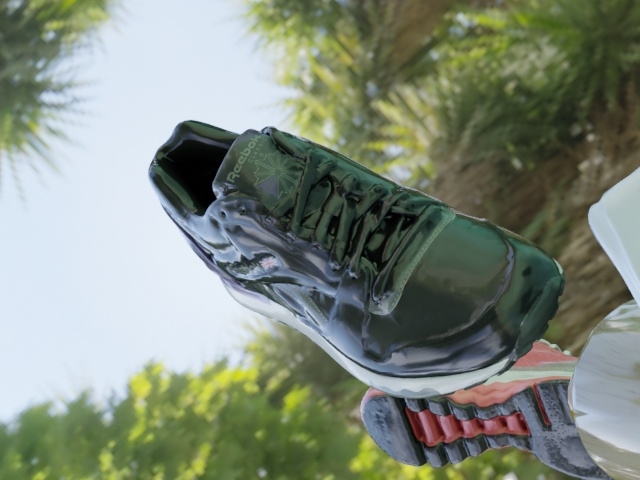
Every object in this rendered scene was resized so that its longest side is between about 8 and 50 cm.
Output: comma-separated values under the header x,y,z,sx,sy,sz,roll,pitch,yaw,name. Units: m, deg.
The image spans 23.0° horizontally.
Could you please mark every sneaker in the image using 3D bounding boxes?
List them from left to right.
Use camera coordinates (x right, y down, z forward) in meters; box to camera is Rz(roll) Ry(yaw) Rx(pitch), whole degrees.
x,y,z,sx,sy,sz,roll,pitch,yaw,name
0.000,0.000,0.868,0.124,0.283,0.107,45,-110,-37,sneaker
0.194,0.127,1.428,0.136,0.313,0.116,-58,-41,-45,sneaker

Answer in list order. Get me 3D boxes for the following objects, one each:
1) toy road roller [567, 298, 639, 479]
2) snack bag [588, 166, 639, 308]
x,y,z,sx,sy,sz,roll,pitch,yaw,name
0.236,0.210,0.855,0.240,0.202,0.329,-42,-77,-15,toy road roller
0.272,0.031,0.542,0.037,0.342,0.323,0,-119,-49,snack bag
